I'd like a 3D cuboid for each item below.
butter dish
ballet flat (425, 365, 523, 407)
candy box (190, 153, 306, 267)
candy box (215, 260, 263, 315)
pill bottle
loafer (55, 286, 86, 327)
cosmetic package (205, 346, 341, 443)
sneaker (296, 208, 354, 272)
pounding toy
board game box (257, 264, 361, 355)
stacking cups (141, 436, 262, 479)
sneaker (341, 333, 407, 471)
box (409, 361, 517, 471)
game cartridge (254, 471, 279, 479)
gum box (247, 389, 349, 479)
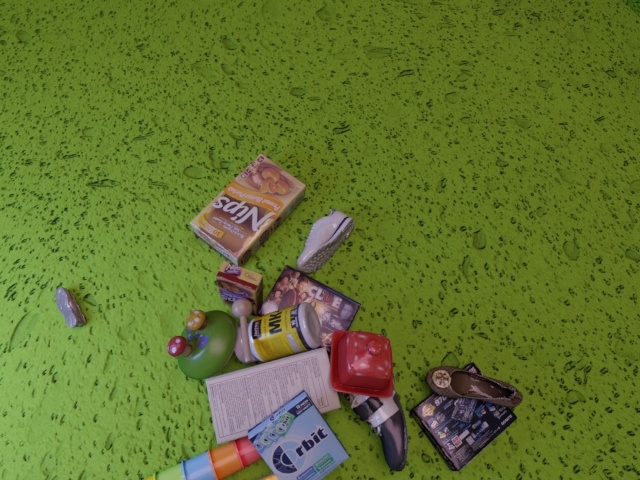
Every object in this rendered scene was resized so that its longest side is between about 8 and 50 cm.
[{"bbox_3d":[0.112,0.275,1.040,0.160,0.118,0.160,11,52,-9],"label":"butter dish"},{"bbox_3d":[0.396,0.375,1.122,0.249,0.058,0.084,15,63,1],"label":"ballet flat"},{"bbox_3d":[-0.210,-0.093,1.317,0.182,0.088,0.316,36,67,11],"label":"candy box"},{"bbox_3d":[-0.209,0.131,1.158,0.109,0.187,0.053,20,62,4],"label":"candy box"},{"bbox_3d":[-0.111,0.241,1.121,0.208,0.119,0.119,-20,66,14],"label":"pill bottle"},{"bbox_3d":[-0.670,0.181,1.175,0.045,0.039,0.125,-41,69,13],"label":"loafer"},{"bbox_3d":[-0.116,0.375,1.079,0.296,0.129,0.153,-11,76,-11],"label":"cosmetic package"},{"bbox_3d":[0.000,0.000,1.308,0.094,0.090,0.235,33,62,23],"label":"sneaker"},{"bbox_3d":[-0.289,0.233,1.083,0.236,0.110,0.183,-22,48,21],"label":"pounding toy"},{"bbox_3d":[-0.030,0.195,1.227,0.243,0.042,0.165,27,65,6],"label":"board game box"},{"bbox_3d":[-0.277,0.547,1.020,0.316,0.096,0.096,-17,68,-17],"label":"stacking cups"},{"bbox_3d":[0.120,0.406,1.103,0.146,0.122,0.331,-3,56,-14],"label":"sneaker"},{"bbox_3d":[0.372,0.454,1.143,0.220,0.051,0.175,-31,72,-18],"label":"box"},{"bbox_3d":[-0.114,0.714,0.978,0.285,0.053,0.324,-18,71,-14],"label":"game cartridge"},{"bbox_3d":[-0.048,0.462,0.994,0.157,0.041,0.184,-34,99,-9],"label":"gum box"}]
